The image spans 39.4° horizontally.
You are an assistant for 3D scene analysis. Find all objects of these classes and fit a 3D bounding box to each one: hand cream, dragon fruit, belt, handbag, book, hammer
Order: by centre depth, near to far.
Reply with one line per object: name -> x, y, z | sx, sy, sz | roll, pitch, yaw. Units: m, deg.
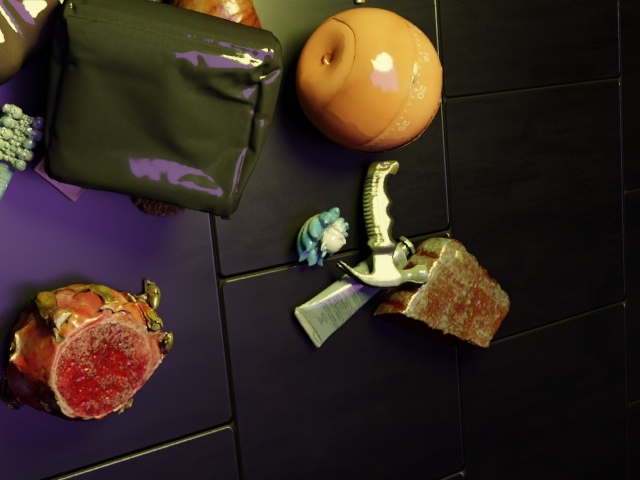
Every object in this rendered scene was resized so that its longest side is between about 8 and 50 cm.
belt -> -0.443, -0.096, 1.227 | 0.065, 0.100, 0.179 | 24, 86, -28
handbag -> -0.224, -0.189, 1.254 | 0.301, 0.178, 0.275 | 10, 116, -12
dragon fruit -> -0.333, 0.155, 1.302 | 0.282, 0.147, 0.211 | -36, 114, -22
book -> -0.360, -0.123, 1.323 | 0.077, 0.014, 0.111 | 43, 73, -29
hammer -> 0.106, -0.028, 1.581 | 0.158, 0.041, 0.227 | 0, 81, -10
hand cream -> 0.067, 0.082, 1.600 | 0.256, 0.055, 0.088 | -40, 117, -19

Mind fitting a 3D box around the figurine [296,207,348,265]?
figurine -> 0.000, 0.000, 1.529 | 0.114, 0.079, 0.114 | -51, 164, -21

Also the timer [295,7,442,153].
timer -> 0.080, -0.259, 1.457 | 0.214, 0.229, 0.230 | 21, 86, -42

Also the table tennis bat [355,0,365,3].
table tennis bat -> 0.062, -0.490, 1.541 | 0.087, 0.013, 0.157 | -13, 102, -33

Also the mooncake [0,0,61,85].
mooncake -> -0.458, -0.321, 1.170 | 0.244, 0.133, 0.245 | 0, 89, -34

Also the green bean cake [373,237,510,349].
green bean cake -> 0.235, 0.121, 1.684 | 0.232, 0.097, 0.199 | 40, 74, -30

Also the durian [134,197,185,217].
durian -> -0.227, -0.141, 1.357 | 0.146, 0.102, 0.208 | -22, 104, -22

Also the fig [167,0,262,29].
fig -> -0.169, -0.320, 1.348 | 0.149, 0.148, 0.202 | 38, 106, -2
